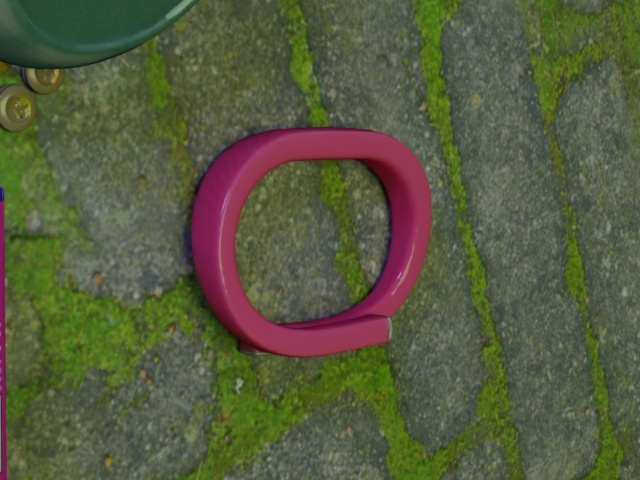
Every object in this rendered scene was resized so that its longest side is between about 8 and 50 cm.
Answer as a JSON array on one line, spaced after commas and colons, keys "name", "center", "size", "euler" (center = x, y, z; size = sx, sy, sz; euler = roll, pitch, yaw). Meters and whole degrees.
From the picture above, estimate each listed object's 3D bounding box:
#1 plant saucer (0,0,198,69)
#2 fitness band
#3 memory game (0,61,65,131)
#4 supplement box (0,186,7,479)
[{"name": "plant saucer", "center": [-0.139, -0.254, 1.032], "size": [0.317, 0.044, 0.317], "euler": [-38, 150, -27]}, {"name": "fitness band", "center": [0.000, 0.000, 1.324], "size": [0.291, 0.054, 0.209], "euler": [-5, 100, -46]}, {"name": "memory game", "center": [-0.261, -0.161, 1.067], "size": [0.186, 0.012, 0.186], "euler": [-8, 101, -44]}, {"name": "supplement box", "center": [-0.294, 0.068, 0.999], "size": [0.114, 0.111, 0.220], "euler": [-5, 100, -45]}]
